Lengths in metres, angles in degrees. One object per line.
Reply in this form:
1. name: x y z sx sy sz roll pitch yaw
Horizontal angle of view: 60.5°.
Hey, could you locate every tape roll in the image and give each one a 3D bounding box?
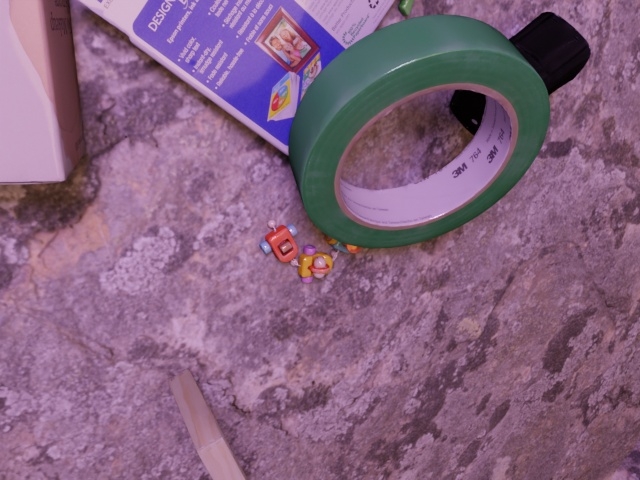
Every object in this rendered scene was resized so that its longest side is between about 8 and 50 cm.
1. tape roll: 0.122 -0.119 0.699 0.322 0.077 0.321 -12 142 -9

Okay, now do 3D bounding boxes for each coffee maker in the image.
1. coffee maker: 0.305 -0.247 0.809 0.178 0.171 0.120 -38 101 -15

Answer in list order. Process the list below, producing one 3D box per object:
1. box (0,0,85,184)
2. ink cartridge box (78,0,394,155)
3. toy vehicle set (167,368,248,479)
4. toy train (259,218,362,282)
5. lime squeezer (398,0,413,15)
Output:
1. box: -0.299 -0.216 0.490 0.121 0.148 0.311 -3 113 -14
2. ink cartridge box: -0.071 -0.307 0.640 0.307 0.072 0.303 33 93 -33
3. toy vehicle set: -0.139 0.334 0.808 0.035 0.166 0.266 -27 121 -17
4. toy train: 0.000 0.000 0.818 0.166 0.046 0.125 -30 122 -15
5. lime squeezer: 0.185 -0.460 0.722 0.110 0.059 0.310 35 90 -35
